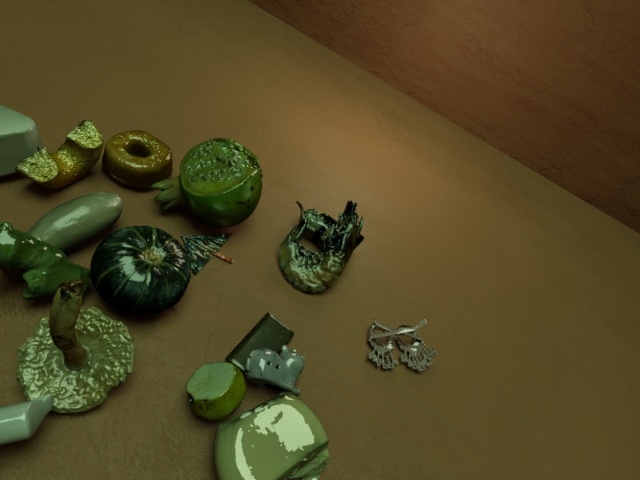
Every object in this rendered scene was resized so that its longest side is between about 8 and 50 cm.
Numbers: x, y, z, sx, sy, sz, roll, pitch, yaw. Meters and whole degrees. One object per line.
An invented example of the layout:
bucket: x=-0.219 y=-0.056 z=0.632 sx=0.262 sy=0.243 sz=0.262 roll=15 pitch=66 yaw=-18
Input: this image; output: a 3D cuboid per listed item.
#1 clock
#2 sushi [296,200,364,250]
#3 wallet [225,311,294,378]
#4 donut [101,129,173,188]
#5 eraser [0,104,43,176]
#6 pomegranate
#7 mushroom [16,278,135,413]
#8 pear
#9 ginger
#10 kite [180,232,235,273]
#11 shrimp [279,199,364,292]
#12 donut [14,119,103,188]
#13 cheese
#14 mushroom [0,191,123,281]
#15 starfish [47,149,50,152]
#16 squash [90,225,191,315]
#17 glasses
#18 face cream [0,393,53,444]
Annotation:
clock: x=-0.116 y=0.327 z=1.128 sx=0.176 sy=0.080 sz=0.117 roll=33 pitch=51 yaw=-29
sushi: x=0.006 y=-0.031 z=1.545 sx=0.273 sy=0.134 sz=0.109 roll=32 pitch=74 yaw=-10
wallet: x=-0.165 y=0.297 z=1.204 sx=0.110 sy=0.031 sz=0.198 roll=36 pitch=44 yaw=7
donut: x=-0.618 y=-0.276 z=1.457 sx=0.226 sy=0.114 sz=0.227 roll=14 pitch=47 yaw=-15
eraser: x=-1.024 y=-0.273 z=1.213 sx=0.331 sy=0.150 sz=0.331 roll=9 pitch=45 yaw=-9
pomegranate: x=-0.360 y=-0.166 z=1.431 sx=0.358 sy=0.216 sz=0.310 roll=-18 pitch=55 yaw=-2
mushroom: x=-0.553 y=0.223 z=0.906 sx=0.208 sy=0.302 sz=0.233 roll=8 pitch=56 yaw=18
pear: x=-0.249 y=0.372 z=1.040 sx=0.141 sy=0.104 sz=0.141 roll=-7 pitch=27 yaw=4
ginger: x=-0.692 y=0.066 z=1.031 sx=0.137 sy=0.290 sz=0.089 roll=-44 pitch=42 yaw=-9
kite: x=-0.361 y=0.023 z=1.378 sx=0.189 sy=0.009 sz=0.232 roll=28 pitch=43 yaw=0
shrimp: x=0.000 y=0.000 z=1.448 sx=0.233 sy=0.071 sz=0.365 roll=25 pitch=74 yaw=3
donut: x=-0.782 y=-0.248 z=1.327 sx=0.101 sy=0.152 sz=0.259 roll=42 pitch=65 yaw=-5
cheese: x=-0.111 y=0.487 z=0.988 sx=0.266 sy=0.127 sz=0.233 roll=-19 pitch=63 yaw=-35
mushroom: x=-0.700 y=-0.026 z=1.172 sx=0.128 sy=0.128 sz=0.350 roll=33 pitch=50 yaw=6
starfish: x=-0.905 y=-0.271 z=1.380 sx=0.086 sy=0.016 sz=0.092 roll=33 pitch=41 yaw=3
squash: x=-0.473 y=0.080 z=1.148 sx=0.252 sy=0.165 sz=0.252 roll=26 pitch=42 yaw=-26
glasses: x=0.263 y=0.327 z=1.350 sx=0.255 sy=0.095 sz=0.162 roll=6 pitch=56 yaw=-19
face cream: x=-0.702 y=0.360 z=0.772 sx=0.369 sy=0.145 sz=0.145 roll=-7 pitch=53 yaw=-24
